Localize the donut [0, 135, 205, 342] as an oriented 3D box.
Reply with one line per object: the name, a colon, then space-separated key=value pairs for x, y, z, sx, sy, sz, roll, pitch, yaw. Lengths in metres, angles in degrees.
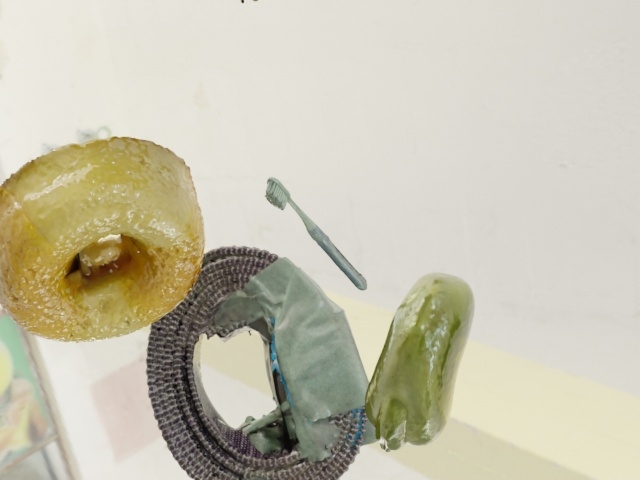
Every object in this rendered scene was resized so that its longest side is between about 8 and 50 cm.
donut: x=-0.165 y=0.011 z=0.596 sx=0.190 sy=0.174 sz=0.074 roll=-56 pitch=-133 yaw=42

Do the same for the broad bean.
broad bean: x=0.091 y=0.115 z=0.748 sx=0.082 sy=0.124 sz=0.174 roll=13 pitch=-81 yaw=20

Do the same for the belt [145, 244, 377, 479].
belt: x=-0.078 y=0.166 z=0.975 sx=0.122 sy=0.260 sz=0.324 roll=97 pitch=-25 yaw=-79

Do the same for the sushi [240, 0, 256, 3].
sushi: x=-0.097 y=-0.328 z=0.963 sx=0.061 sy=0.118 sz=0.060 roll=-58 pitch=-151 yaw=9

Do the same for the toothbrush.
toothbrush: x=0.000 y=0.000 z=0.817 sx=0.016 sy=0.019 sz=0.219 roll=0 pitch=-29 yaw=30
